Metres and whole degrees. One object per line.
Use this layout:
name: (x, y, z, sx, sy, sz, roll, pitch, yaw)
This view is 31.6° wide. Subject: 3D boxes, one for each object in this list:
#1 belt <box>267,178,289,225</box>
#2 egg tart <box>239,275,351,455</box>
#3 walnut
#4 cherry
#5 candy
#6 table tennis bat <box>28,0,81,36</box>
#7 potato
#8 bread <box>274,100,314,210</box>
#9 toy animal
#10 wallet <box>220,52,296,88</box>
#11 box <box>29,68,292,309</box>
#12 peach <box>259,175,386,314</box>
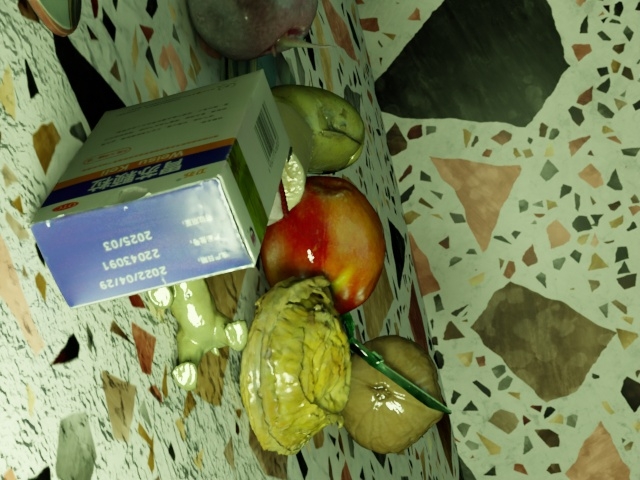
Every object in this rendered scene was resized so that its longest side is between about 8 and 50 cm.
belt: (-0.117, -0.052, 1.435, 0.201, 0.128, 0.124, -14, -93, 65)
egg tart: (-0.016, 0.189, 1.658, 0.291, 0.107, 0.290, 2, 90, -65)
walnut: (0.129, 0.289, 2.120, 0.228, 0.228, 0.227, -12, 90, -78)
cherry: (-0.107, -0.377, 1.746, 0.266, 0.183, 0.213, 52, 30, 8)
candy: (0.100, 0.216, 1.988, 0.323, 0.097, 0.097, 37, 21, -6)
table tennis bat: (-0.317, -0.354, 1.180, 0.173, 0.022, 0.301, -90, 164, -47)
potato: (-0.026, -0.171, 1.819, 0.248, 0.169, 0.143, 8, 78, -51)
bread: (-0.088, -0.116, 1.664, 0.141, 0.148, 0.134, -82, 148, -57)
toy animal: (-0.158, 0.059, 1.358, 0.101, 0.103, 0.218, -130, -159, -74)
wallet: (-0.097, -0.257, 1.941, 0.250, 0.075, 0.176, 57, 27, -60)
box: (-0.155, -0.064, 1.189, 0.299, 0.200, 0.106, -78, 152, -62)
peach: (0.000, 0.000, 1.825, 0.243, 0.200, 0.243, -13, 90, -74)
